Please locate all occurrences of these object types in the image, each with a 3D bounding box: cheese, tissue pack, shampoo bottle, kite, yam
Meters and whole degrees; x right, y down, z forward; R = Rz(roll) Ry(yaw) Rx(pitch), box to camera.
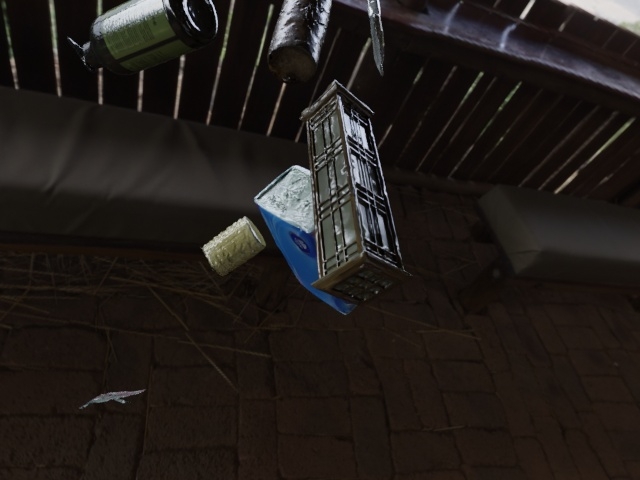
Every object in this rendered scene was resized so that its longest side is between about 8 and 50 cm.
[{"bbox_3d":[-0.259,0.019,1.288,0.167,0.094,0.123,-36,57,1],"label":"cheese"},{"bbox_3d":[0.000,0.000,0.911,0.146,0.263,0.198,-41,46,-20],"label":"tissue pack"},{"bbox_3d":[-0.309,-0.343,0.721,0.284,0.101,0.101,-5,36,28],"label":"shampoo bottle"},{"bbox_3d":[0.116,-0.450,0.894,0.026,0.122,0.193,-7,51,10],"label":"tissue pack"},{"bbox_3d":[-0.442,0.338,0.919,0.139,0.156,0.011,-4,86,-44],"label":"kite"},{"bbox_3d":[-0.047,-0.485,0.993,0.131,0.131,0.280,16,57,-11],"label":"yam"}]

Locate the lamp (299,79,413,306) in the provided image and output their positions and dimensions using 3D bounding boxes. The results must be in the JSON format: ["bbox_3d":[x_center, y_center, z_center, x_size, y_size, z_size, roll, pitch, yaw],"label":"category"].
[{"bbox_3d":[0.036,-0.077,0.586,0.090,0.089,0.325,27,42,-35],"label":"lamp"}]
